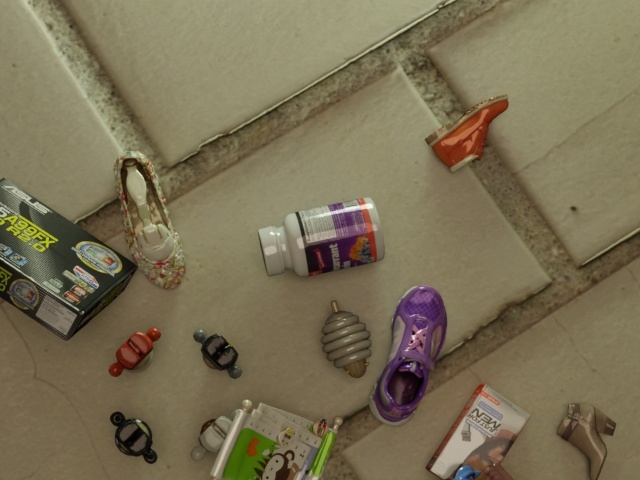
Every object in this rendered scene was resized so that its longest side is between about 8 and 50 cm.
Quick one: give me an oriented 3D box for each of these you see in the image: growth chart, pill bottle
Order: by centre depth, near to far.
[{"bbox_3d":[-0.071,0.340,1.854,0.237,0.021,0.171,21,83,-43],"label":"growth chart"},{"bbox_3d":[0.000,0.000,1.926,0.194,0.108,0.108,-12,83,-4],"label":"pill bottle"}]

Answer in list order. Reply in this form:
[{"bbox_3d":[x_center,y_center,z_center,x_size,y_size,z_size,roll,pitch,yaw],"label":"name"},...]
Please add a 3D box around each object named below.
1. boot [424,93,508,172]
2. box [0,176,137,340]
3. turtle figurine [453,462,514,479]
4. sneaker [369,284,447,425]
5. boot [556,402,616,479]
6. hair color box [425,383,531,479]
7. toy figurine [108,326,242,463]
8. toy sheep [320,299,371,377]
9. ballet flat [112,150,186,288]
[{"bbox_3d":[0.263,-0.182,1.996,0.158,0.059,0.084,-35,88,1],"label":"boot"},{"bbox_3d":[-0.448,0.023,1.847,0.270,0.216,0.060,34,114,2],"label":"box"},{"bbox_3d":[0.291,0.501,1.807,0.266,0.197,0.274,15,60,8],"label":"turtle figurine"},{"bbox_3d":[0.150,0.185,1.912,0.095,0.104,0.236,17,80,1],"label":"sneaker"},{"bbox_3d":[0.431,0.328,1.943,0.087,0.042,0.118,19,80,6],"label":"boot"},{"bbox_3d":[0.256,0.328,1.923,0.093,0.053,0.167,34,83,1],"label":"hair color box"},{"bbox_3d":[-0.228,0.243,1.868,0.210,0.148,0.213,-1,80,-9],"label":"toy figurine"},{"bbox_3d":[0.040,0.161,1.917,0.091,0.091,0.132,-23,84,-6],"label":"toy sheep"},{"bbox_3d":[-0.287,-0.035,1.931,0.091,0.077,0.240,-21,84,-7],"label":"ballet flat"}]
